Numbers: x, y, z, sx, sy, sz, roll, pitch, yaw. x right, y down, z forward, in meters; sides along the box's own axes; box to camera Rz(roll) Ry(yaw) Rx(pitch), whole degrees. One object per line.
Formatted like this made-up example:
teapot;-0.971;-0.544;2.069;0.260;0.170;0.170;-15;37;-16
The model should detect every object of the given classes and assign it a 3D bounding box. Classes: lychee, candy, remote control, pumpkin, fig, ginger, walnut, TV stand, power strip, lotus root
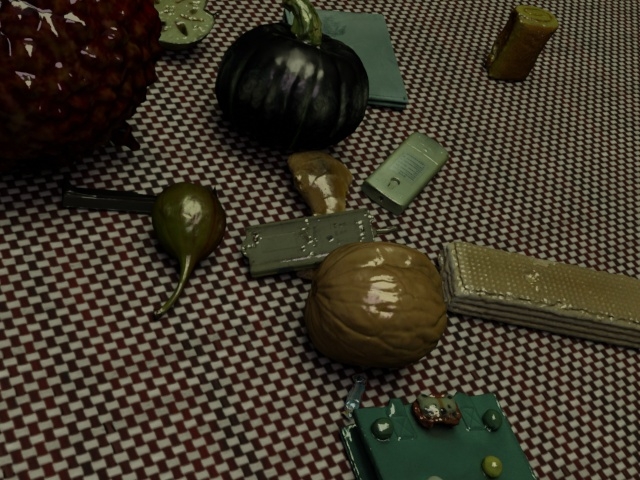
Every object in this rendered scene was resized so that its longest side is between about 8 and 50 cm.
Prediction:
lychee;-0.451;-0.300;1.309;0.425;0.500;0.424;-15;49;17
candy;0.052;0.243;1.301;0.030;0.020;0.083;29;47;3
remote control;0.176;-0.140;1.689;0.098;0.038;0.233;35;46;10
pumpkin;-0.039;-0.320;1.581;0.296;0.295;0.295;12;47;-13
fig;-0.222;0.017;1.329;0.124;0.124;0.236;15;58;-11
ginger;-0.003;-0.055;1.507;0.131;0.086;0.294;25;47;-25
walnut;0.090;0.104;1.317;0.228;0.228;0.228;12;47;-13
TV stand;-0.304;-0.075;1.415;0.257;0.040;0.049;4;49;-21
power strip;0.000;0.000;1.415;0.268;0.034;0.092;-9;61;-2
lotus root;-0.316;-0.459;1.734;0.204;0.078;0.183;17;59;1

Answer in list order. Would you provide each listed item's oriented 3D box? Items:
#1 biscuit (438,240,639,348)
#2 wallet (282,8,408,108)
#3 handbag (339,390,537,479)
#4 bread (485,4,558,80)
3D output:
biscuit;0.424;0.099;1.555;0.426;0.078;0.144;11;46;-15
wallet;0.052;-0.414;1.872;0.252;0.054;0.290;1;55;-18
handbag;0.194;0.349;1.213;0.269;0.100;0.274;-1;52;-24
bread;0.490;-0.484;2.041;0.132;0.172;0.103;-2;49;-24
